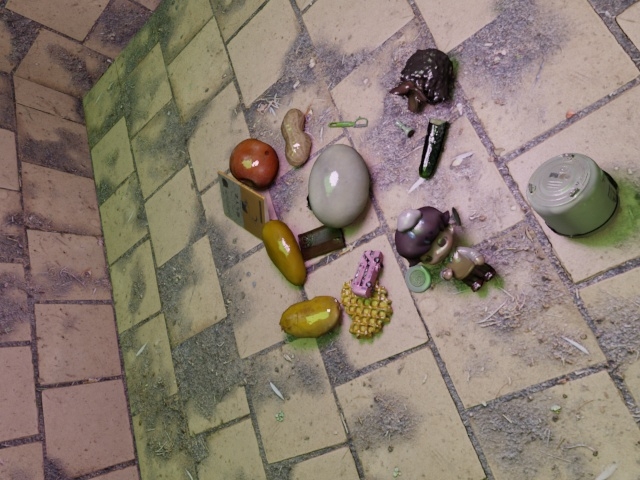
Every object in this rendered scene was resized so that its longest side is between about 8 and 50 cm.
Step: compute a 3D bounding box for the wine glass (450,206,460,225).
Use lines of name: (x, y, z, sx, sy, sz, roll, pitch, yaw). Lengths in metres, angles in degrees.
wine glass: (0.426, -0.058, 1.708, 0.195, 0.079, 0.079, -22, 71, 30)

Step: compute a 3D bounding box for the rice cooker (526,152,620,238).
rice cooker: (0.772, -0.135, 1.374, 0.226, 0.244, 0.226, -37, 36, 33)

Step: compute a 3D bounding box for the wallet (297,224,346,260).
wallet: (0.000, 0.000, 2.033, 0.243, 0.039, 0.133, -20, 76, 35)

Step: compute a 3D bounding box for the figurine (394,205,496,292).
figurine: (0.416, 0.044, 1.569, 0.365, 0.206, 0.218, 46, 142, 12)

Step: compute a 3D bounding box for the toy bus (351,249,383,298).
toy bus: (0.190, 0.133, 1.814, 0.090, 0.063, 0.203, 10, 63, 29)

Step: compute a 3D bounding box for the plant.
plant: (0.402, -0.613, 1.741, 0.178, 0.204, 0.234, 18, 83, 46)

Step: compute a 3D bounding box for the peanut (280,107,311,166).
peanut: (-0.117, -0.497, 2.145, 0.136, 0.120, 0.298, -13, 74, 10)

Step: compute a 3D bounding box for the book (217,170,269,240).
book: (-0.387, -0.171, 2.262, 0.389, 0.032, 0.269, 30, 136, 36)

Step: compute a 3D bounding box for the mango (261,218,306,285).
mango: (-0.165, 0.045, 2.066, 0.332, 0.142, 0.195, 57, 158, 23)

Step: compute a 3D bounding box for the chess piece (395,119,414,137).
chess piece: (0.344, -0.466, 1.854, 0.042, 0.042, 0.093, -51, 53, 19)

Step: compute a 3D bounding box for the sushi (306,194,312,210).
sushi: (-0.022, -0.177, 2.048, 0.056, 0.083, 0.085, 43, 109, 32)

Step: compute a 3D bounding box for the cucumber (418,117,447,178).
cucumber: (0.435, -0.358, 1.752, 0.074, 0.074, 0.241, 15, 95, 37)

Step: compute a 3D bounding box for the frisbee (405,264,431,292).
frisbee: (0.380, 0.148, 1.750, 0.110, 0.014, 0.110, -6, 79, 35)

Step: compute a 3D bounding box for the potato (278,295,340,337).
potato: (-0.045, 0.337, 1.954, 0.300, 0.140, 0.173, -18, 66, 27)

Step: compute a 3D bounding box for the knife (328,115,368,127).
knife: (0.123, -0.536, 2.037, 0.212, 0.015, 0.054, 7, 87, 36)

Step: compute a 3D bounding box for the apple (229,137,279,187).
apple: (-0.318, -0.383, 2.205, 0.253, 0.253, 0.253, -6, 80, 35)

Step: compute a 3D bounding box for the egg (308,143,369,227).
egg: (0.076, -0.226, 1.879, 0.258, 0.258, 0.352, 10, 90, 37)

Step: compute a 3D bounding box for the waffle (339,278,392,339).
waffle: (0.173, 0.269, 1.857, 0.253, 0.056, 0.249, 43, 106, 31)
